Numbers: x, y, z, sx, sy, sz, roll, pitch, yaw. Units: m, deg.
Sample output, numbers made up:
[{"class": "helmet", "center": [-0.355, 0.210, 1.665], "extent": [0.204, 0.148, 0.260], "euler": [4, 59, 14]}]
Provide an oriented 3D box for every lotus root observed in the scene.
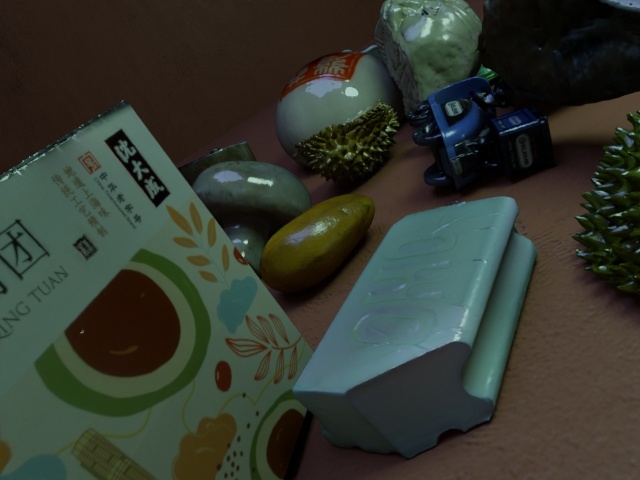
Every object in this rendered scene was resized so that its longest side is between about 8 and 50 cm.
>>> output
[{"class": "lotus root", "center": [-0.276, -0.158, 1.383], "extent": [0.272, 0.192, 0.272], "euler": [-31, 13, 8]}]

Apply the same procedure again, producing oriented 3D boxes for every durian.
[{"class": "durian", "center": [0.084, -0.205, 1.108], "extent": [0.250, 0.183, 0.138], "euler": [-37, 60, -20]}, {"class": "durian", "center": [0.388, -0.068, 0.529], "extent": [0.169, 0.157, 0.355], "euler": [37, 66, 27]}]

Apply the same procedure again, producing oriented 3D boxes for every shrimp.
[{"class": "shrimp", "center": [0.351, -0.266, 0.590], "extent": [0.110, 0.221, 0.446], "euler": [-40, 21, -10]}]

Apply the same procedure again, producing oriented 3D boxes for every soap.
[{"class": "soap", "center": [0.113, 0.079, 0.543], "extent": [0.173, 0.095, 0.289], "euler": [-11, 31, 41]}]

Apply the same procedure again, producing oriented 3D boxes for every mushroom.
[{"class": "mushroom", "center": [-0.142, -0.036, 0.991], "extent": [0.244, 0.243, 0.243], "euler": [-26, 24, 13]}]

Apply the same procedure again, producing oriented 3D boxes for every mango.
[{"class": "mango", "center": [0.000, 0.000, 0.827], "extent": [0.227, 0.109, 0.147], "euler": [-37, 0, -10]}]

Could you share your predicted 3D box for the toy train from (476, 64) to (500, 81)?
[{"class": "toy train", "center": [0.387, -0.426, 1.224], "extent": [0.099, 0.081, 0.149], "euler": [-24, 24, 16]}]

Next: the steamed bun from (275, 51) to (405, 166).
[{"class": "steamed bun", "center": [0.037, -0.376, 1.363], "extent": [0.375, 0.241, 0.374], "euler": [-26, 21, 11]}]

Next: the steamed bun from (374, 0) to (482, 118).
[{"class": "steamed bun", "center": [0.258, -0.437, 1.147], "extent": [0.206, 0.319, 0.275], "euler": [-22, -13, 3]}]

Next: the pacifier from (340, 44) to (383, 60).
[{"class": "pacifier", "center": [0.134, -0.492, 1.603], "extent": [0.279, 0.227, 0.207], "euler": [-24, 50, -32]}]

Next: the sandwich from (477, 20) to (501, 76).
[{"class": "sandwich", "center": [0.452, -0.371, 0.914], "extent": [0.301, 0.099, 0.271], "euler": [-6, 23, 8]}]

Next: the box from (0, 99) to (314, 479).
[{"class": "box", "center": [-0.180, 0.126, 0.441], "extent": [0.122, 0.385, 0.344], "euler": [-20, 26, 30]}]

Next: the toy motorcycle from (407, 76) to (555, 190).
[{"class": "toy motorcycle", "center": [0.272, -0.208, 0.899], "extent": [0.213, 0.125, 0.358], "euler": [-16, 29, 13]}]
